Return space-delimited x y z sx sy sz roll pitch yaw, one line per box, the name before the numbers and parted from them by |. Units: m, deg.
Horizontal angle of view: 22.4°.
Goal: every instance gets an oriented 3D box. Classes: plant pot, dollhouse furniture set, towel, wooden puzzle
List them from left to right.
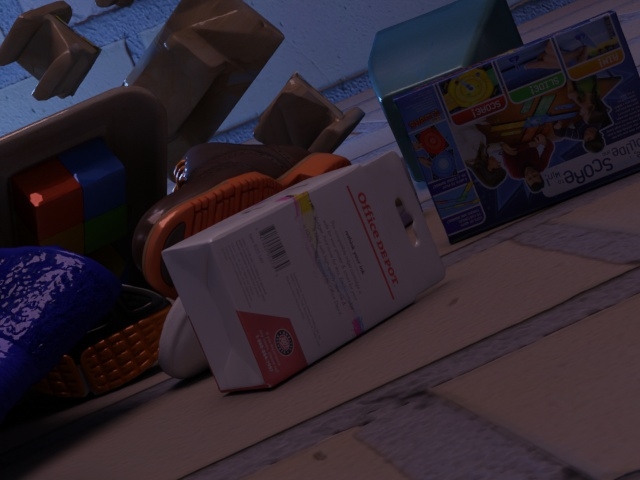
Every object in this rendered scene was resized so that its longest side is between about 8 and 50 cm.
towel | -0.318 0.113 1.228 0.227 0.076 0.308 -7 33 42
wooden puzzle | -0.293 0.039 1.505 0.348 0.080 0.322 -23 -35 -23
dollhouse furniture set | -0.191 -0.130 1.897 0.394 0.362 0.256 -51 -1 22
plant pot | 0.150 -0.164 1.855 0.165 0.166 0.234 -20 16 18

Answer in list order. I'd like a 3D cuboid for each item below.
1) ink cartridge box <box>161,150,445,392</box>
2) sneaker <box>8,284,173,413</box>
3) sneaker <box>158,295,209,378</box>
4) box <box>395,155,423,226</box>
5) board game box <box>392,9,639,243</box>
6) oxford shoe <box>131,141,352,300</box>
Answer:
ink cartridge box | -0.007 0.019 1.199 0.198 0.115 0.067 -27 9 -38
sneaker | -0.241 0.096 1.419 0.262 0.099 0.121 -18 2 13
sneaker | -0.031 0.046 1.280 0.212 0.080 0.094 -40 58 -19
box | 0.000 0.000 1.487 0.063 0.067 0.324 -17 9 31
board game box | 0.179 -0.097 1.382 0.201 0.136 0.035 -21 9 7
oxford shoe | -0.097 -0.023 1.533 0.132 0.130 0.363 19 15 20
